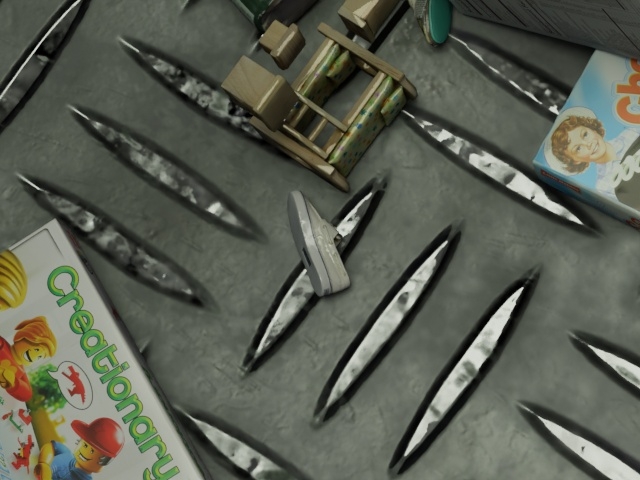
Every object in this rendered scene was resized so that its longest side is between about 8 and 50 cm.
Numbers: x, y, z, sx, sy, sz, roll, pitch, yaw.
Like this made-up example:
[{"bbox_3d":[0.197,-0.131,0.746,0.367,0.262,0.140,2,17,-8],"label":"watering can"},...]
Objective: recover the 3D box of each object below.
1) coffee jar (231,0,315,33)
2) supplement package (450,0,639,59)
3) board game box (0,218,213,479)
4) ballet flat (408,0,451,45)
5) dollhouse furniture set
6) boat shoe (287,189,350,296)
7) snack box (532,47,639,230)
[{"bbox_3d":[-0.078,-0.277,1.776,0.096,0.079,0.184,-45,72,2],"label":"coffee jar"},{"bbox_3d":[0.210,-0.289,1.608,0.263,0.198,0.199,21,80,40],"label":"supplement package"},{"bbox_3d":[-0.234,0.158,1.709,0.193,0.053,0.305,-33,71,2],"label":"board game box"},{"bbox_3d":[0.098,-0.225,1.749,0.041,0.041,0.114,4,76,14],"label":"ballet flat"},{"bbox_3d":[0.025,-0.154,1.677,0.101,0.161,0.182,34,86,18],"label":"dollhouse furniture set"},{"bbox_3d":[0.000,0.000,1.712,0.035,0.035,0.100,-13,67,-20],"label":"boat shoe"},{"bbox_3d":[0.338,-0.154,1.660,0.187,0.060,0.322,28,83,18],"label":"snack box"}]
